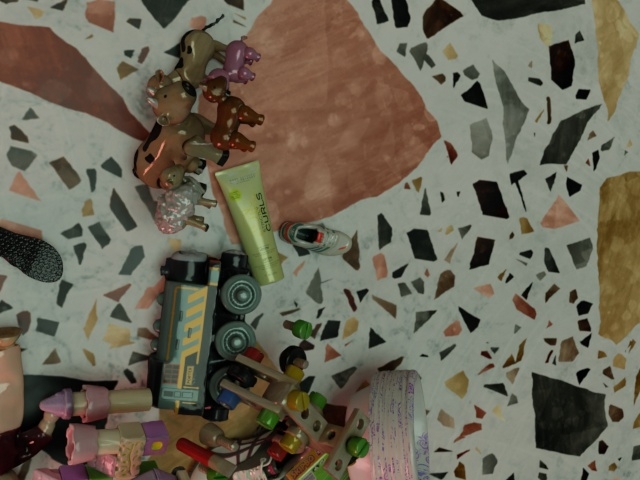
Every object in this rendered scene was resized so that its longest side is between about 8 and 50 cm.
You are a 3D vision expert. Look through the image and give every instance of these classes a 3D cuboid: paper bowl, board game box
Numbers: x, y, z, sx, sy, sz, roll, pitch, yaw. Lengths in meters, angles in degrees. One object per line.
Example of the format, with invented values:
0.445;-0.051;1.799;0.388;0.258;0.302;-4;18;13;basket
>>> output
0.136;0.408;1.552;0.148;0.284;0.284;-4;99;12;paper bowl
0.015;0.489;1.564;0.124;0.039;0.259;-41;143;-14;board game box

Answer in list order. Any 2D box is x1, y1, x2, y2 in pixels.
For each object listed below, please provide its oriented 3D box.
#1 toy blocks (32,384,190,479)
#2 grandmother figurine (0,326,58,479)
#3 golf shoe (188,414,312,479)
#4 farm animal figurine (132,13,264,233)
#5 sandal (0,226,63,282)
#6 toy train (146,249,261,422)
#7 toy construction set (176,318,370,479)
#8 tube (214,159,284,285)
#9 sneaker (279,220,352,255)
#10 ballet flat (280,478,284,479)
-0.396;0.428;1.258;0.260;0.309;0.288;3;113;-30;toy blocks
-0.564;0.327;1.328;0.208;0.104;0.342;0;99;-14;grandmother figurine
-0.142;0.443;1.509;0.273;0.120;0.105;-29;107;-17;golf shoe
-0.242;-0.218;1.345;0.172;0.330;0.326;18;117;-27;farm animal figurine
-0.534;0.016;1.341;0.179;0.040;0.067;28;78;-9;sandal
-0.223;0.178;1.441;0.190;0.142;0.333;7;93;-15;toy train
-0.059;0.331;1.332;0.309;0.237;0.257;-29;119;-39;toy construction set
-0.133;-0.031;1.497;0.070;0.062;0.240;-28;104;-61;tube
0.000;0.000;1.545;0.161;0.075;0.057;15;90;-24;sneaker
-0.086;0.549;1.588;0.052;0.057;0.168;-18;100;8;ballet flat
